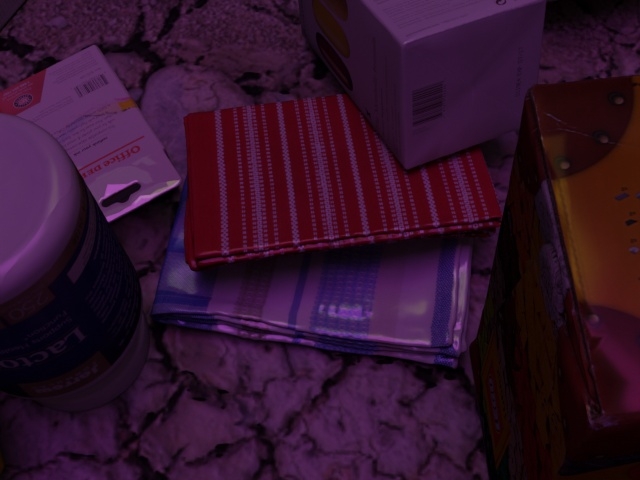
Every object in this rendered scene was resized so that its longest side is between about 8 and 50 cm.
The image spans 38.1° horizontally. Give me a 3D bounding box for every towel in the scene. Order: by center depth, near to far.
[{"bbox_3d":[0.010,-0.063,0.845,0.275,0.031,0.198,-7,48,-3],"label":"towel"},{"bbox_3d":[0.000,0.000,0.847,0.285,0.034,0.209,7,62,8],"label":"towel"}]

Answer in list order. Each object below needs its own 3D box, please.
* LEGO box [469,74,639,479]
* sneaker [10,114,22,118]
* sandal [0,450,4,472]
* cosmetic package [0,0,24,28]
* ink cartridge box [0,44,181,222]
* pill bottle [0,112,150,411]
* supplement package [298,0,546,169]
[{"bbox_3d":[0.367,0.060,0.594,0.500,0.372,0.193,-6,62,2],"label":"LEGO box"},{"bbox_3d":[-0.318,-0.033,0.849,0.051,0.089,0.170,35,76,14],"label":"sneaker"},{"bbox_3d":[-0.389,0.086,0.767,0.138,0.126,0.317,-26,59,-26],"label":"sandal"},{"bbox_3d":[-0.422,-0.235,0.977,0.117,0.085,0.231,23,65,16],"label":"cosmetic package"},{"bbox_3d":[-0.216,-0.082,0.886,0.115,0.067,0.198,-30,61,-11],"label":"ink cartridge box"},{"bbox_3d":[-0.224,0.034,0.715,0.153,0.264,0.153,-2,62,5],"label":"pill bottle"},{"bbox_3d":[0.081,-0.205,0.857,0.134,0.139,0.244,-20,47,-13],"label":"supplement package"}]
